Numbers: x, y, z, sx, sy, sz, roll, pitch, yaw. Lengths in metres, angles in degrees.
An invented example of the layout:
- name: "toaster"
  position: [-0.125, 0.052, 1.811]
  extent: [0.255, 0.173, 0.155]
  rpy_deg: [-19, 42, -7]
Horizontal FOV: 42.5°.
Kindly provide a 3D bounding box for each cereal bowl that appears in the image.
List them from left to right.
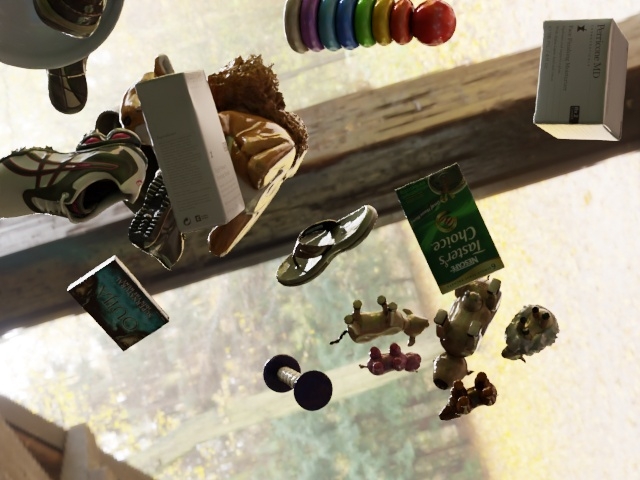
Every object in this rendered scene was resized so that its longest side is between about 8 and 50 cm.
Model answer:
- name: "cereal bowl"
  position: [-0.533, -0.500, 1.528]
  extent: [0.141, 0.339, 0.339]
  rpy_deg: [-116, 6, -55]

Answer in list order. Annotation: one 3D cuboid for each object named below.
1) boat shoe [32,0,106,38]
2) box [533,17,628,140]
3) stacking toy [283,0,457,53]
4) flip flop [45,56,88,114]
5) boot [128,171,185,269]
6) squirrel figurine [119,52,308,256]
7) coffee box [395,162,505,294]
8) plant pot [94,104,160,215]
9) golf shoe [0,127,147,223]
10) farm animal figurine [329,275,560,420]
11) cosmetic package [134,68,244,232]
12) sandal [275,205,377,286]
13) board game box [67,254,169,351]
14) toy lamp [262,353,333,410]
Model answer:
- name: "boat shoe"
  position: [-0.388, -0.496, 1.314]
  extent: [0.132, 0.130, 0.355]
  rpy_deg: [4, -115, -45]
- name: "box"
  position: [0.457, -0.276, 1.433]
  extent: [0.182, 0.119, 0.181]
  rpy_deg: [5, -90, -61]
- name: "stacking toy"
  position: [0.101, -0.426, 1.607]
  extent: [0.141, 0.330, 0.141]
  rpy_deg: [9, -90, -69]
- name: "flip flop"
  position: [-0.572, -0.395, 1.874]
  extent: [0.080, 0.112, 0.277]
  rpy_deg: [127, 140, -57]
- name: "boot"
  position: [-0.287, -0.051, 1.618]
  extent: [0.077, 0.198, 0.137]
  rpy_deg: [26, 164, 28]
- name: "squirrel figurine"
  position: [-0.231, -0.241, 1.793]
  extent: [0.397, 0.370, 0.281]
  rpy_deg: [-50, -7, -44]
- name: "coffee box"
  position: [0.205, -0.018, 1.304]
  extent: [0.040, 0.113, 0.184]
  rpy_deg: [18, -131, -81]
- name: "plant pot"
  position: [-0.370, -0.236, 2.110]
  extent: [0.323, 0.280, 0.323]
  rpy_deg: [31, 139, 31]
- name: "golf shoe"
  position: [-0.389, -0.080, 1.215]
  extent: [0.105, 0.272, 0.120]
  rpy_deg: [65, -170, -48]
- name: "farm animal figurine"
  position: [0.238, 0.186, 1.585]
  extent: [0.330, 0.327, 0.172]
  rpy_deg: [39, 165, 27]
- name: "cosmetic package"
  position: [-0.194, -0.139, 1.253]
  extent: [0.117, 0.085, 0.231]
  rpy_deg: [-62, -41, -74]
- name: "sandal"
  position: [0.001, -0.002, 1.870]
  extent: [0.086, 0.303, 0.120]
  rpy_deg: [36, -144, -25]
- name: "board game box"
  position: [-0.427, 0.136, 1.751]
  extent: [0.186, 0.126, 0.026]
  rpy_deg: [53, -172, -23]
- name: "toy lamp"
  position: [-0.053, 0.257, 1.525]
  extent: [0.274, 0.080, 0.080]
  rpy_deg: [175, 78, -75]
